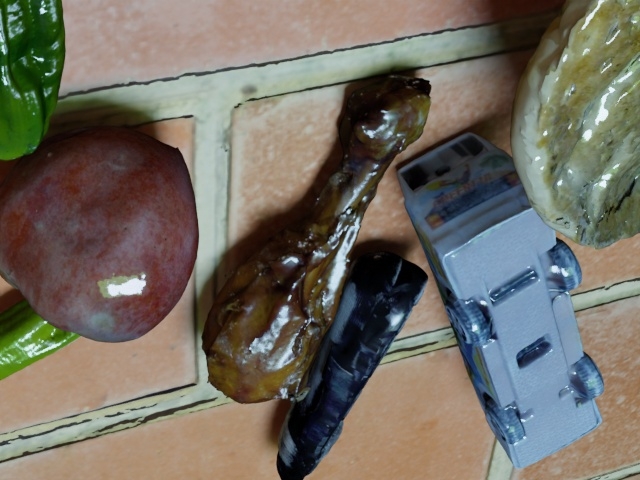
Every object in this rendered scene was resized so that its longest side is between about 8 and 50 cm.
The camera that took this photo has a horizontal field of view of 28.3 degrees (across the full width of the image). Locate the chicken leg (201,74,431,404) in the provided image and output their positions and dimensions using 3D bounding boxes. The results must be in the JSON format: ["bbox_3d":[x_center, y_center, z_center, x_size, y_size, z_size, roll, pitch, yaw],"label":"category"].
[{"bbox_3d":[0.000,0.000,1.001,0.113,0.093,0.304,4,121,-54],"label":"chicken leg"}]

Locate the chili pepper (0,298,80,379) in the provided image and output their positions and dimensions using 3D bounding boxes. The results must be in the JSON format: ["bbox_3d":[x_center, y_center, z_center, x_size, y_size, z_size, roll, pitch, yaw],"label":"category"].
[{"bbox_3d":[-0.231,0.075,0.955,0.201,0.052,0.050,-28,151,-1],"label":"chili pepper"}]

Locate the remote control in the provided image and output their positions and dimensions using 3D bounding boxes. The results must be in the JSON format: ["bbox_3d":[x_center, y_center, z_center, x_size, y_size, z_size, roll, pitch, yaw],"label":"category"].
[{"bbox_3d":[0.012,0.117,1.118,0.090,0.066,0.266,-47,167,-56],"label":"remote control"}]

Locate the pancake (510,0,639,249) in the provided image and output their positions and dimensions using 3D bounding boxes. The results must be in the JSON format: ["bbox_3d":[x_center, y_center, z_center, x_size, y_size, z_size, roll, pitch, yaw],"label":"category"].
[{"bbox_3d":[0.265,-0.166,0.910,0.387,0.082,0.387,-37,144,-32],"label":"pancake"}]

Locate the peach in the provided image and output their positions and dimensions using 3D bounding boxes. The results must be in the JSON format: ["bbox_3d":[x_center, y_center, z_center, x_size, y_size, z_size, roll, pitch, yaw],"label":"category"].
[{"bbox_3d":[-0.143,-0.007,0.874,0.152,0.152,0.152,-15,135,-16],"label":"peach"}]

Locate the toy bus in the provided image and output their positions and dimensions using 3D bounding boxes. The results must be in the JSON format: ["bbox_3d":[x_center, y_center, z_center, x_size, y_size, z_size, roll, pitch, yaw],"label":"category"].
[{"bbox_3d":[0.157,0.061,1.095,0.109,0.136,0.330,-29,137,-5],"label":"toy bus"}]

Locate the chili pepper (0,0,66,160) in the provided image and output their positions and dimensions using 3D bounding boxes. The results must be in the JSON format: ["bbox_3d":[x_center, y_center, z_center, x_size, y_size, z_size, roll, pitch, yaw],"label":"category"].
[{"bbox_3d":[-0.198,-0.102,0.802,0.072,0.073,0.204,-18,139,-32],"label":"chili pepper"}]
